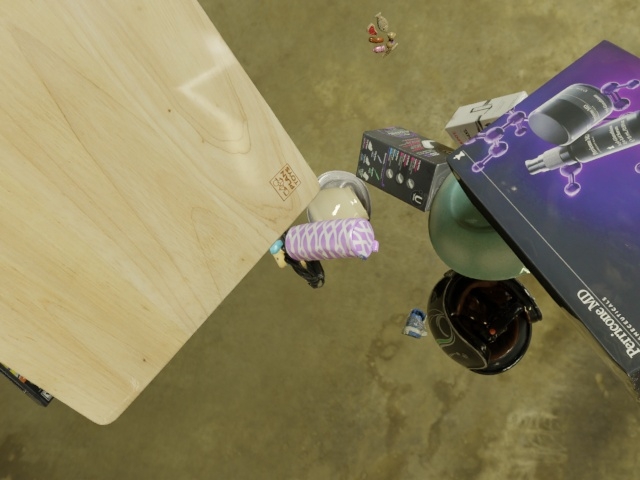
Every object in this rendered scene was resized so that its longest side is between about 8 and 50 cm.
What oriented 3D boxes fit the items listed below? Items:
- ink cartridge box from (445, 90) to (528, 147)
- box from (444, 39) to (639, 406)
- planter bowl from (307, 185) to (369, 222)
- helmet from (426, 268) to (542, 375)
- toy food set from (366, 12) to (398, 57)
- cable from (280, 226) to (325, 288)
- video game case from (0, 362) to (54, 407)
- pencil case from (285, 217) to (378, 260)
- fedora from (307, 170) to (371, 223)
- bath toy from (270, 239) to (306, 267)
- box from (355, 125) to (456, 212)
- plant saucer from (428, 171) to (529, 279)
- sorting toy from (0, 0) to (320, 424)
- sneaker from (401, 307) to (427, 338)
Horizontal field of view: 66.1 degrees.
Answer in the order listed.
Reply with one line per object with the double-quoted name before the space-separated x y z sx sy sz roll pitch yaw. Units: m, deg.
"ink cartridge box" 0.434 -0.266 1.211 0.148 0.203 0.086 45 71 -24
"box" 0.256 -0.028 0.417 0.184 0.261 0.103 -39 134 15
"planter bowl" 0.051 -0.067 1.210 0.109 0.162 0.162 -31 103 9
"helmet" 0.249 0.122 0.767 0.169 0.161 0.169 -3 68 8
"toy food set" 0.168 -0.556 1.354 0.078 0.019 0.122 -39 139 17
"cable" -0.057 0.039 1.289 0.047 0.184 0.150 -35 147 20
"video game case" -0.602 0.198 1.119 0.248 0.035 0.275 80 30 -45
"pencil case" 0.020 0.001 1.034 0.088 0.206 0.086 25 71 -45
"fedora" 0.081 -0.119 1.726 0.243 0.124 0.276 11 85 -14
"bath toy" 0.000 0.000 1.622 0.129 0.348 0.151 49 39 -30
"box" 0.255 -0.208 1.387 0.165 0.270 0.143 -18 128 -38
"plant saucer" 0.212 -0.049 0.595 0.037 0.195 0.195 36 79 -43
"sorting toy" -0.166 -0.050 0.359 0.255 0.089 0.257 -50 125 -20
"sneaker" 0.216 0.180 1.086 0.052 0.135 0.058 16 90 15
